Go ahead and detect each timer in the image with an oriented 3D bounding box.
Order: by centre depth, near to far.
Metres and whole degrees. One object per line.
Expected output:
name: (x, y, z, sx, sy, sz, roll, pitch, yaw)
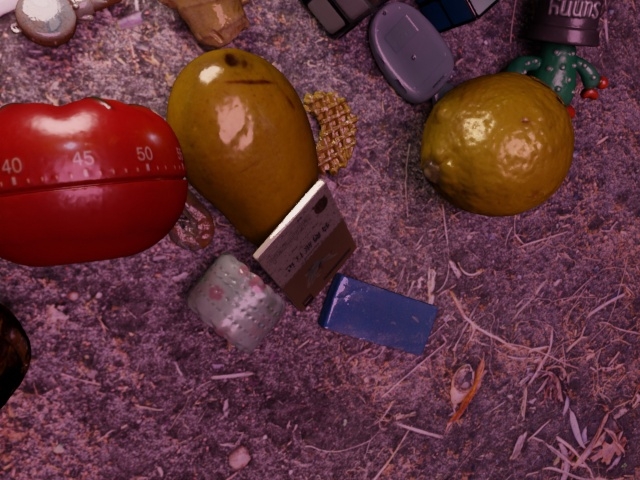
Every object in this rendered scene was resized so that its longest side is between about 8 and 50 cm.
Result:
timer: (-0.425, -0.098, 1.009, 0.378, 0.378, 0.278, -8, 96, -23)

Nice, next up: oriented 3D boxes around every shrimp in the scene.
shrimp: (-0.301, -0.062, 1.252, 0.101, 0.042, 0.190, -32, 109, -9)

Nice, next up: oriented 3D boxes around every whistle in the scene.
whistle: (-0.491, -0.445, 1.118, 0.220, 0.057, 0.107, -34, 94, -21)

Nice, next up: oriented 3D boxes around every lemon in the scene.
lemon: (0.411, -0.220, 1.385, 0.387, 0.350, 0.349, -28, 106, -23)

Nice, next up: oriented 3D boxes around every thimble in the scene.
thimble: (-0.177, 0.139, 1.260, 0.149, 0.185, 0.211, -50, 146, -9)

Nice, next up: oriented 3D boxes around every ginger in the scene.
ginger: (-0.245, -0.573, 1.176, 0.190, 0.126, 0.353, -6, 96, -12)

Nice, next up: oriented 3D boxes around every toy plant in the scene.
toy plant: (0.626, -0.508, 1.532, 0.280, 0.185, 0.399, -9, 117, -32)

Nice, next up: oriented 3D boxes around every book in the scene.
book: (-0.022, 0.023, 1.292, 0.217, 0.021, 0.310, -50, 150, -11)

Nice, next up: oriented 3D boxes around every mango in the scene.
mango: (-0.145, -0.175, 1.208, 0.301, 0.221, 0.444, -31, 112, -30)

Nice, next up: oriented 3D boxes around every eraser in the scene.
eraser: (0.154, 0.193, 1.476, 0.312, 0.043, 0.144, 20, 90, -25)

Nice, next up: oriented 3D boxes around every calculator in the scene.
calculator: (0.238, -0.454, 1.440, 0.185, 0.041, 0.299, -47, 110, -12)

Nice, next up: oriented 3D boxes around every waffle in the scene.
waffle: (0.013, -0.251, 1.361, 0.149, 0.051, 0.193, 9, 97, -24)

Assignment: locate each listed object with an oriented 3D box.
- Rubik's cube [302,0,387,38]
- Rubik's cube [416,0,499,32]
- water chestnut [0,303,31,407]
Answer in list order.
Rubik's cube: (0.090, -0.695, 1.176, 0.359, 0.363, 0.362, -47, 107, -16)
Rubik's cube: (0.339, -0.637, 1.396, 0.180, 0.167, 0.183, -41, 112, -15)
water chestnut: (-0.665, 0.189, 1.029, 0.300, 0.300, 0.299, -3, 97, -23)
